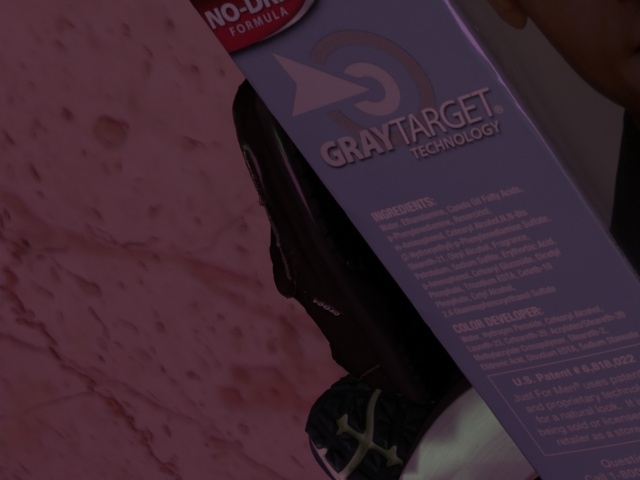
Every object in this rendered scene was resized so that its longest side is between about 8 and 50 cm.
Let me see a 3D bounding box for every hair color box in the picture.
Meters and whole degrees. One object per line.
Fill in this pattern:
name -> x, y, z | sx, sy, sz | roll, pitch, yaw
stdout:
hair color box -> 0.095, -0.069, 0.815 | 0.114, 0.185, 0.374 | -17, 118, 44

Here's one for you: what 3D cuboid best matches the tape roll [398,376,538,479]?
tape roll -> 0.142, 0.153, 0.987 | 0.219, 0.072, 0.219 | 0, 92, 5

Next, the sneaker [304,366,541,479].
sneaker -> 0.114, 0.172, 1.101 | 0.283, 0.110, 0.122 | 27, 143, 10

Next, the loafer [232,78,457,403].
loafer -> 0.000, 0.000, 1.028 | 0.078, 0.080, 0.220 | 0, 129, 34
